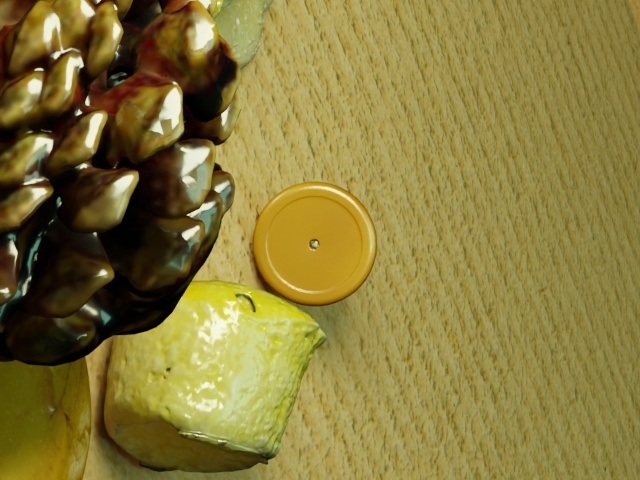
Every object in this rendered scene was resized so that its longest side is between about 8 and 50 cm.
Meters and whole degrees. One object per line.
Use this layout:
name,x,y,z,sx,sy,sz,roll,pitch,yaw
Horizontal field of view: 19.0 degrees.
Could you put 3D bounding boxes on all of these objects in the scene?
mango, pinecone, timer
mango,-0.262,0.147,1.544,0.187,0.138,0.257,53,33,-13
pinecone,-0.245,-0.087,1.405,0.397,0.397,0.398,22,64,-57
timer,0.000,0.000,2.078,0.152,0.132,0.132,-32,113,-84

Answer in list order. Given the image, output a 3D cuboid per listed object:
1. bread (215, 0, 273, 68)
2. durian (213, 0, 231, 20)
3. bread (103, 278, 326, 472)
bread,-0.126,-0.320,1.976,0.316,0.054,0.316,27,59,-57
durian,-0.119,-0.249,1.801,0.166,0.172,0.306,42,64,-51
bread,-0.101,0.124,1.773,0.197,0.197,0.170,39,56,-50
